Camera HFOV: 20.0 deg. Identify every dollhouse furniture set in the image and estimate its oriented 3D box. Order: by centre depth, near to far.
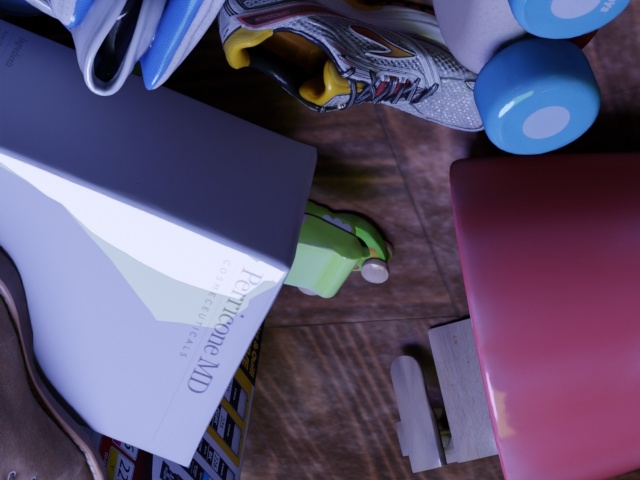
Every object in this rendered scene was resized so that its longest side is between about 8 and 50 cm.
[{"bbox_3d":[0.138,0.143,1.704,0.144,0.123,0.151,-17,172,32],"label":"dollhouse furniture set"}]

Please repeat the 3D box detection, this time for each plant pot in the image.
[{"bbox_3d":[0.240,0.047,1.371,0.243,0.275,0.275,-11,141,8],"label":"plant pot"}]

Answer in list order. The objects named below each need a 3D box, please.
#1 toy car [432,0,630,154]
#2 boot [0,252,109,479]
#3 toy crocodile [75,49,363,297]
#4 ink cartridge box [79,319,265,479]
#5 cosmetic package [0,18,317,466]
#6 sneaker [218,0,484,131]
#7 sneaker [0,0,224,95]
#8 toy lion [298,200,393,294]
[{"bbox_3d":[0.192,-0.199,1.097,0.238,0.219,0.210,-8,146,-10],"label":"toy car"},{"bbox_3d":[-0.227,0.152,1.250,0.112,0.115,0.305,-8,125,13],"label":"boot"},{"bbox_3d":[-0.126,-0.049,1.404,0.340,0.105,0.115,30,141,-9],"label":"toy crocodile"},{"bbox_3d":[-0.145,0.149,1.532,0.130,0.309,0.272,-11,140,24],"label":"ink cartridge box"},{"bbox_3d":[-0.219,-0.020,1.288,0.385,0.156,0.217,22,126,-5],"label":"cosmetic package"},{"bbox_3d":[0.026,-0.122,1.305,0.225,0.093,0.088,19,143,-15],"label":"sneaker"},{"bbox_3d":[-0.155,-0.174,1.149,0.130,0.236,0.323,31,139,-27],"label":"sneaker"},{"bbox_3d":[0.000,0.000,1.537,0.100,0.034,0.096,-11,133,25],"label":"toy lion"}]
